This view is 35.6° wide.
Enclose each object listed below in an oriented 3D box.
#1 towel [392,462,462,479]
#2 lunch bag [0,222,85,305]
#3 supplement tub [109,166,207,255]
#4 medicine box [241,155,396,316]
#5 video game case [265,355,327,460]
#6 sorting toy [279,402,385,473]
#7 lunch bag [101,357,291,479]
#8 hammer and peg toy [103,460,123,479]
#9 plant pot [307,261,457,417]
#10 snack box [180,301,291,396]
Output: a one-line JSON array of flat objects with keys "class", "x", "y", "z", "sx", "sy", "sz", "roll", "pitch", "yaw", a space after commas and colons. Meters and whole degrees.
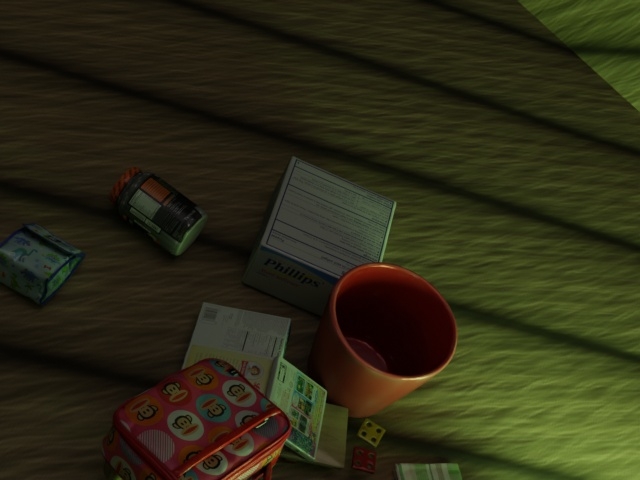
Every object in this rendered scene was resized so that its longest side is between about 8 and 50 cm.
[{"class": "towel", "x": 0.223, "y": 0.504, "z": 2.006, "sx": 0.152, "sy": 0.023, "sz": 0.113, "roll": 6, "pitch": 55, "yaw": -24}, {"class": "lunch bag", "x": -0.551, "y": 0.034, "z": 1.956, "sx": 0.128, "sy": 0.096, "sz": 0.151, "roll": 31, "pitch": 33, "yaw": 3}, {"class": "supplement tub", "x": -0.344, "y": -0.065, "z": 2.110, "sx": 0.190, "sy": 0.117, "sz": 0.117, "roll": 37, "pitch": 48, "yaw": 5}, {"class": "medicine box", "x": 0.000, "y": 0.000, "z": 2.202, "sx": 0.263, "sy": 0.149, "sz": 0.289, "roll": 24, "pitch": 48, "yaw": -7}, {"class": "video game case", "x": -0.050, "y": 0.321, "z": 1.909, "sx": 0.143, "sy": 0.019, "sz": 0.157, "roll": 41, "pitch": 41, "yaw": -29}, {"class": "sorting toy", "x": -0.010, "y": 0.385, "z": 1.962, "sx": 0.274, "sy": 0.046, "sz": 0.132, "roll": 14, "pitch": 50, "yaw": -10}, {"class": "lunch bag", "x": -0.197, "y": 0.350, "z": 1.706, "sx": 0.258, "sy": 0.120, "sz": 0.293, "roll": 40, "pitch": 35, "yaw": 19}, {"class": "hammer and peg toy", "x": -0.257, "y": 0.525, "z": 1.687, "sx": 0.361, "sy": 0.127, "sz": 0.266, "roll": 33, "pitch": 48, "yaw": 6}, {"class": "plant pot", "x": 0.104, "y": 0.220, "z": 2.017, "sx": 0.274, "sy": 0.243, "sz": 0.275, "roll": 13, "pitch": 50, "yaw": -16}, {"class": "snack box", "x": -0.178, "y": 0.275, "z": 1.934, "sx": 0.187, "sy": 0.060, "sz": 0.322, "roll": 11, "pitch": 49, "yaw": 3}]
